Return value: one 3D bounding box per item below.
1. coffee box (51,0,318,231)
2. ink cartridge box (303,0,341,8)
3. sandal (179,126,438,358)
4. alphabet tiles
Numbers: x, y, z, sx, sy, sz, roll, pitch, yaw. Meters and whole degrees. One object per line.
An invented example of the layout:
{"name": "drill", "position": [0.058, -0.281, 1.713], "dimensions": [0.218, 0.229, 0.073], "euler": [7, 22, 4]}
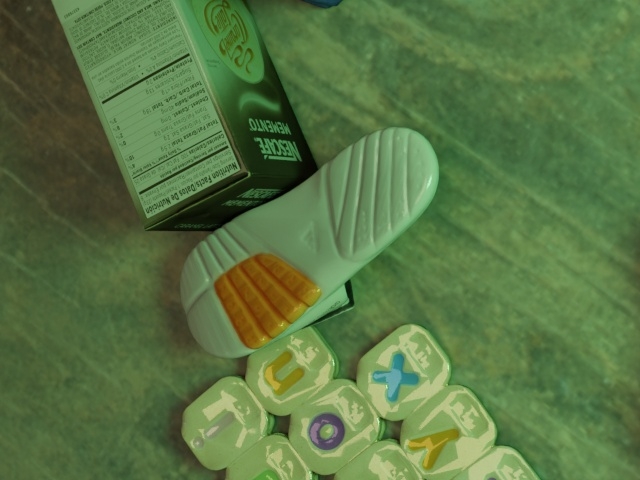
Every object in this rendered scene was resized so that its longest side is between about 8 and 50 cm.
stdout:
{"name": "coffee box", "position": [-0.108, -0.136, 1.257], "dimensions": [0.098, 0.141, 0.247], "euler": [-26, 82, 21]}
{"name": "ink cartridge box", "position": [-0.020, -0.357, 1.216], "dimensions": [0.395, 0.151, 0.270], "euler": [45, 106, 14]}
{"name": "sandal", "position": [0.004, 0.009, 1.241], "dimensions": [0.265, 0.076, 0.102], "euler": [-33, 65, 34]}
{"name": "alphabet tiles", "position": [0.020, 0.207, 1.274], "dimensions": [0.278, 0.021, 0.284], "euler": [-41, 76, 15]}
